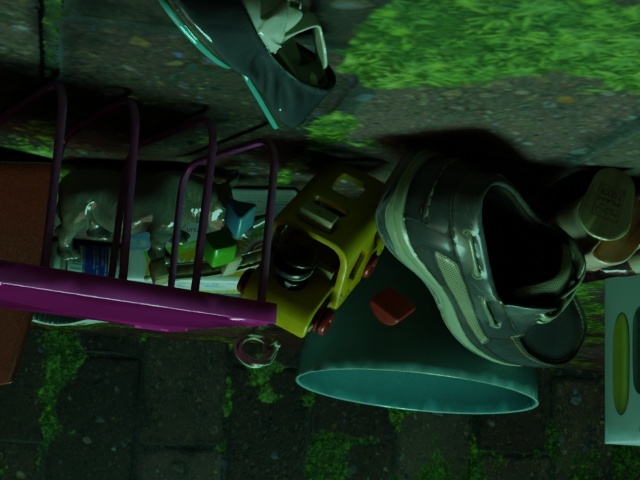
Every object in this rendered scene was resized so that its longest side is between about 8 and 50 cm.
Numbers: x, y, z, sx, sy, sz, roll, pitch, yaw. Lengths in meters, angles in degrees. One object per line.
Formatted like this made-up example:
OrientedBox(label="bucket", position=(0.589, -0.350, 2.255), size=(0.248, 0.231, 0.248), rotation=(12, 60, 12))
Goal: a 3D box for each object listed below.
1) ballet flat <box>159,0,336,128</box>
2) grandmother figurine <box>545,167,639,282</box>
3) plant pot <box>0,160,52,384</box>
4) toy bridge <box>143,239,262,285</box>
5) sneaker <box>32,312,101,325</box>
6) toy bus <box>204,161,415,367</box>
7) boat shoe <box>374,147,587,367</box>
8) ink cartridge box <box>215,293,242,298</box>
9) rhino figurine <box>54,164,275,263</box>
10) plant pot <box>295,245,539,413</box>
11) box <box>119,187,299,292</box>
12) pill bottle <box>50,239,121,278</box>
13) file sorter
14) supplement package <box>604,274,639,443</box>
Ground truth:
OrientedBox(label="ballet flat", position=(-0.038, -0.135, 0.717), size=(0.074, 0.074, 0.203), rotation=(-1, 163, 20))
OrientedBox(label="grandmother figurine", position=(0.285, 0.007, 1.263), size=(0.208, 0.104, 0.342), rotation=(26, 167, 1))
OrientedBox(label="plant pot", position=(-0.454, 0.047, 1.190), size=(0.267, 0.236, 0.267), rotation=(-6, 178, 43))
OrientedBox(label="toy bridge", position=(-0.100, 0.020, 1.215), size=(0.188, 0.026, 0.063), rotation=(-12, 167, -17))
OrientedBox(label="sneaker", position=(-0.435, 0.087, 1.826), size=(0.146, 0.122, 0.330), rotation=(-7, 165, 34))
OrientedBox(label="toy bus", position=(-0.007, 0.007, 1.093), size=(0.191, 0.202, 0.104), rotation=(-5, 135, -20))
OrientedBox(label="boat shoe", position=(0.191, 0.041, 1.121), size=(0.130, 0.132, 0.355), rotation=(14, 162, 45))
OrientedBox(label="ink cartridge box", position=(-0.084, 0.091, 1.747), size=(0.232, 0.066, 0.189), rotation=(15, 177, 35))
OrientedBox(label="rhino figurine", position=(-0.170, -0.032, 1.209), size=(0.243, 0.073, 0.106), rotation=(2, 127, 4))
OrientedBox(label="plant pot", position=(0.124, 0.092, 1.364), size=(0.290, 0.195, 0.290), rotation=(6, 164, 2))
OrientedBox(label="box", position=(-0.122, 0.002, 1.313), size=(0.203, 0.114, 0.103), rotation=(1, 170, 6))
OrientedBox(label="pill bottle", position=(-0.320, 0.064, 1.699), size=(0.186, 0.112, 0.112), rotation=(7, 169, -17))
OrientedBox(label="file sorter", position=(-0.206, -0.028, 0.996), size=(0.290, 0.182, 0.202), rotation=(11, 168, -33))
OrientedBox(label="supplement package", position=(0.479, 0.122, 1.372), size=(0.198, 0.263, 0.199), rotation=(5, 169, -10))
